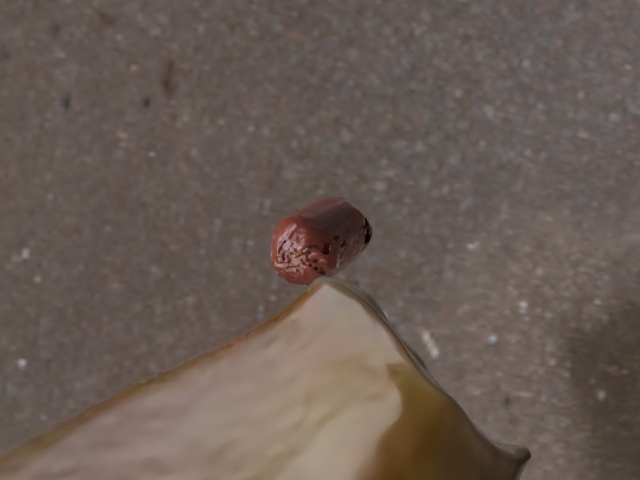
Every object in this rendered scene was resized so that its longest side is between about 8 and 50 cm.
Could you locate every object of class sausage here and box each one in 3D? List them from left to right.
[{"bbox_3d":[0.000,0.000,1.628,0.076,0.141,0.076,8,110,22],"label":"sausage"}]

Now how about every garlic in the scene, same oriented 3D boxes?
[{"bbox_3d":[-0.083,0.133,0.435,0.318,0.112,0.143,-33,74,-5],"label":"garlic"}]
